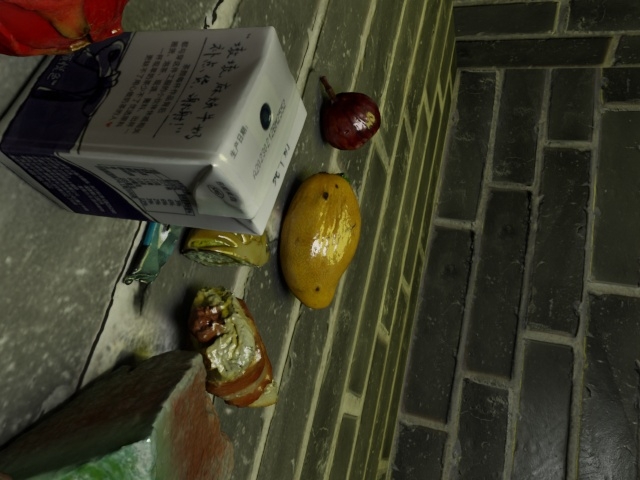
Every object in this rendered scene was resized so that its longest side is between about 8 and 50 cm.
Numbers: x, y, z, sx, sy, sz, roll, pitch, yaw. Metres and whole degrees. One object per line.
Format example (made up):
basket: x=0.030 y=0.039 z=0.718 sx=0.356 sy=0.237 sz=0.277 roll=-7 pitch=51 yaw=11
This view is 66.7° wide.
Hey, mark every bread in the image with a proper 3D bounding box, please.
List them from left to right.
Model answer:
bread: x=-0.123 y=-0.004 z=0.691 sx=0.157 sy=0.082 sz=0.095 roll=47 pitch=41 yaw=-62

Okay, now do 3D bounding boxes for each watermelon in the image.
watermelon: x=-0.182 y=0.251 z=0.500 sx=0.302 sy=0.151 sz=0.265 roll=-52 pitch=142 yaw=-53

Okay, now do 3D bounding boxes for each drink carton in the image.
drink carton: x=-0.137 y=-0.094 z=0.410 sx=0.102 sy=0.222 sz=0.134 roll=64 pitch=39 yaw=-54

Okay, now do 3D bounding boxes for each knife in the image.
knife: x=-0.169 y=-0.076 z=0.609 sx=0.044 sy=0.026 sz=0.297 roll=44 pitch=55 yaw=-50

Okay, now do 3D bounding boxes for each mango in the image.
mango: x=0.003 y=-0.001 z=0.918 sx=0.157 sy=0.108 sz=0.263 roll=9 pitch=83 yaw=-36

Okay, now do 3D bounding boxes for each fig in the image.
fig: x=0.065 y=-0.265 z=1.018 sx=0.128 sy=0.128 sz=0.151 roll=-47 pitch=141 yaw=-57

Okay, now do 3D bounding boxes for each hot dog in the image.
hot dog: x=-0.128 y=0.158 z=0.674 sx=0.213 sy=0.102 sz=0.146 roll=77 pitch=-13 yaw=-46

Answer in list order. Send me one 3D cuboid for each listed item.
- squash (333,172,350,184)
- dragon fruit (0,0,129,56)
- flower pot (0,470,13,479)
squash: x=0.018 y=-0.053 z=1.039 sx=0.077 sy=0.068 sz=0.219 roll=41 pitch=57 yaw=-41
dragon fruit: x=-0.197 y=-0.208 z=0.295 sx=0.210 sy=0.172 sz=0.172 roll=69 pitch=34 yaw=-47
flower pot: x=-0.311 y=0.214 z=0.254 sx=0.251 sy=0.084 sz=0.179 roll=15 pitch=82 yaw=-70
